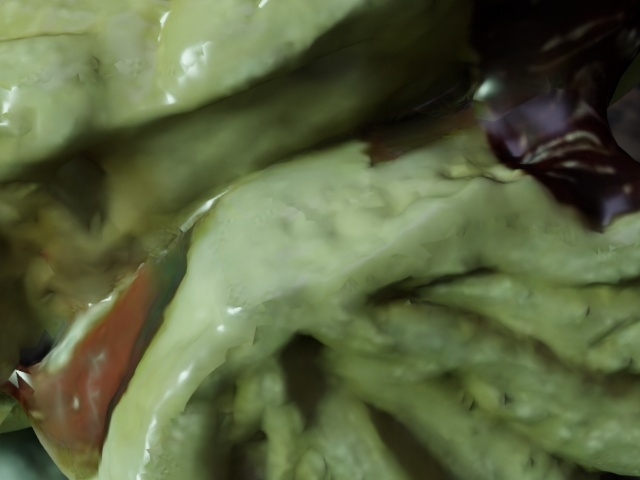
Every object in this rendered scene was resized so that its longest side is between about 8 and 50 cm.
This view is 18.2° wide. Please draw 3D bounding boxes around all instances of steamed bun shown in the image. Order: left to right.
[{"bbox_3d":[0.000,0.000,0.594,0.428,0.247,0.189,-24,40,-4],"label":"steamed bun"}]
